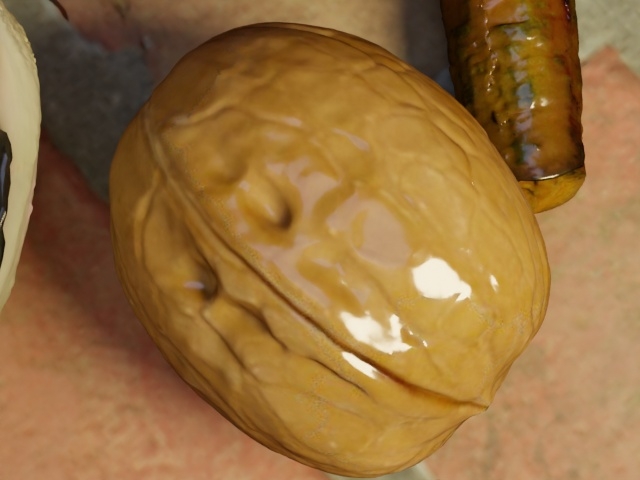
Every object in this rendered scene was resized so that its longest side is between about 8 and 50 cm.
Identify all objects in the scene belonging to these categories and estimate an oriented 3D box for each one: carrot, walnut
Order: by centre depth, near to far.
[{"bbox_3d":[0.000,0.000,0.775,0.165,0.165,0.197,-40,85,-6],"label":"walnut"},{"bbox_3d":[0.077,-0.141,0.848,0.070,0.070,0.260,-7,78,1],"label":"carrot"}]

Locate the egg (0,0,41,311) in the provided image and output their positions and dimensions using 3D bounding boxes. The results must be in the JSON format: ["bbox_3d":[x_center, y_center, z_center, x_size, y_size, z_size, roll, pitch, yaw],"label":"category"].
[{"bbox_3d":[-0.262,-0.009,0.769,0.337,0.201,0.337,-2,80,10],"label":"egg"}]
